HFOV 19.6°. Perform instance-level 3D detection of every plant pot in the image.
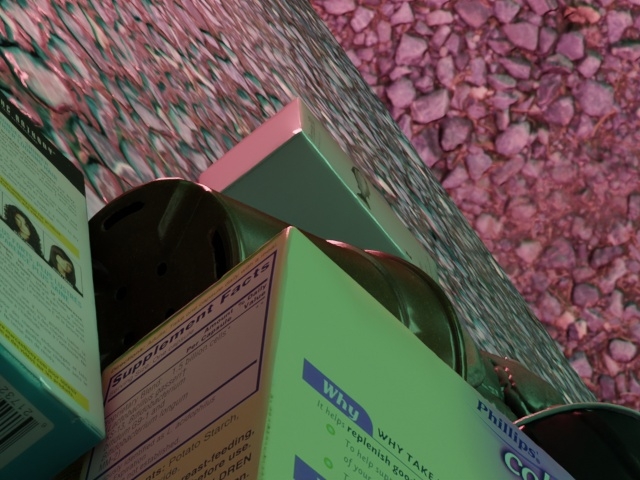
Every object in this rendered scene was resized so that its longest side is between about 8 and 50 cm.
[{"bbox_3d":[-0.039,0.054,0.926,0.165,0.167,0.167,32,22,-47],"label":"plant pot"}]

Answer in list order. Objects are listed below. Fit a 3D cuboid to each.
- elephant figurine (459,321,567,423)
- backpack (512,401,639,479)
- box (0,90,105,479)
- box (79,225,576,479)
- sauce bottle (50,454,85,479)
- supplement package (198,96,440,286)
[{"bbox_3d":[0.047,0.104,1.188,0.239,0.169,0.186,33,-12,-19],"label":"elephant figurine"},{"bbox_3d":[0.154,0.227,1.020,0.253,0.225,0.191,51,-13,18],"label":"backpack"},{"bbox_3d":[-0.154,0.007,0.821,0.100,0.060,0.244,48,11,-26],"label":"box"},{"bbox_3d":[0.013,0.156,0.714,0.213,0.117,0.243,41,28,-23],"label":"box"},{"bbox_3d":[-0.095,0.115,0.780,0.042,0.042,0.128,45,15,-37],"label":"sauce bottle"},{"bbox_3d":[0.000,0.000,1.406,0.179,0.105,0.105,50,11,-16],"label":"supplement package"}]
